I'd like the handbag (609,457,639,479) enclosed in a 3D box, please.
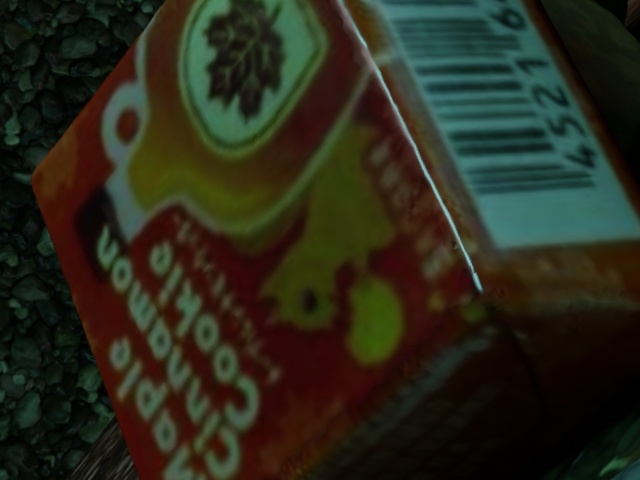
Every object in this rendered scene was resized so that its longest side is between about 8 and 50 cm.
[{"bbox_3d":[0.055,0.129,0.299,0.191,0.075,0.332,-38,10,50],"label":"handbag"}]

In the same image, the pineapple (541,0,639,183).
[{"bbox_3d":[0.026,0.022,0.888,0.340,0.169,0.169,-56,2,33],"label":"pineapple"}]

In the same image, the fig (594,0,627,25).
[{"bbox_3d":[0.103,-0.164,1.098,0.195,0.195,0.245,-54,-3,-34],"label":"fig"}]

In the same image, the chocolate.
[{"bbox_3d":[0.000,0.000,0.710,0.108,0.237,0.235,2,-36,-43],"label":"chocolate"}]
